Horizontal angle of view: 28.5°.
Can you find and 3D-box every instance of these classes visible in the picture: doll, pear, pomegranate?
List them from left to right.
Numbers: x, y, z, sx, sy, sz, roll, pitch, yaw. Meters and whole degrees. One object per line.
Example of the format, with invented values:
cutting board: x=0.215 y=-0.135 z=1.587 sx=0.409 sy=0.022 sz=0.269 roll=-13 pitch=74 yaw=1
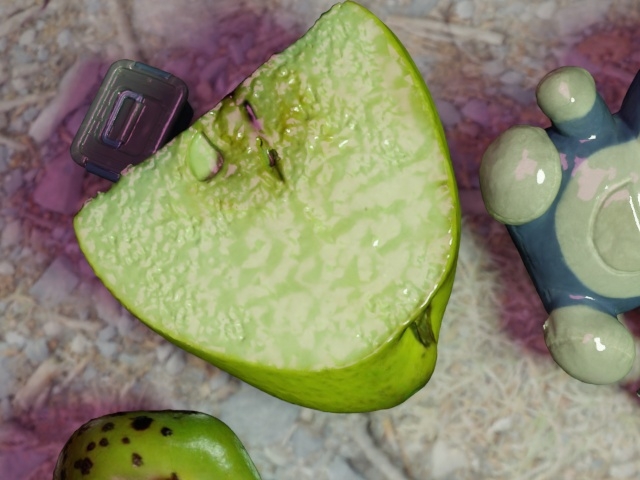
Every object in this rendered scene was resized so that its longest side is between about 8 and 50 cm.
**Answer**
pomegranate: x=-0.113 y=0.190 z=0.884 sx=0.159 sy=0.205 sz=0.159 roll=2 pitch=81 yaw=-16
pear: x=0.000 y=0.000 z=0.927 sx=0.292 sy=0.159 sz=0.292 roll=-3 pitch=78 yaw=14
doll: x=0.253 y=-0.040 z=0.880 sx=0.258 sy=0.154 sz=0.228 roll=-24 pitch=103 yaw=17

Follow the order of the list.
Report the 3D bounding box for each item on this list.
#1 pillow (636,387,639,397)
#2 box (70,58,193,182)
pillow: x=0.304 y=0.134 z=0.880 sx=0.090 sy=0.048 sz=0.150 roll=-41 pitch=68 yaw=3
box: x=-0.150 y=-0.090 z=1.036 sx=0.074 sy=0.054 sz=0.099 roll=23 pitch=81 yaw=15
